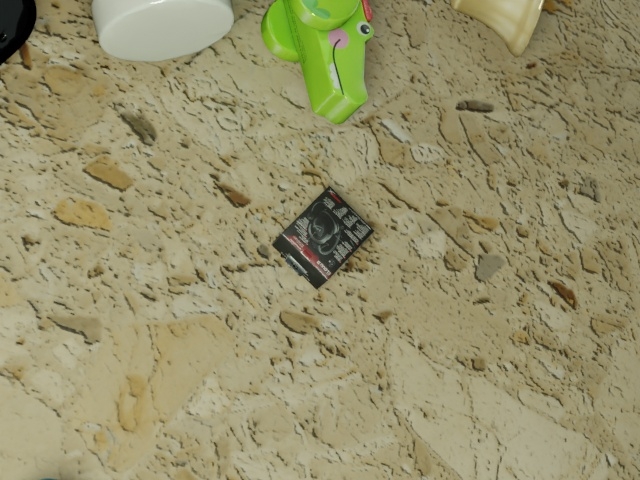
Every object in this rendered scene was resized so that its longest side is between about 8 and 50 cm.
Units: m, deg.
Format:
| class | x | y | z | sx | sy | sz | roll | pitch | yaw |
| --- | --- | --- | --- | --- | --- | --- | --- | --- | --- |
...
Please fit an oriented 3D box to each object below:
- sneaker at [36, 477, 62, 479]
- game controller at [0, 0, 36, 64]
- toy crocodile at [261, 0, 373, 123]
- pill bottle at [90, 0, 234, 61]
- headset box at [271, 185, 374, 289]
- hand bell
| class | x | y | z | sx | sy | sz | roll | pitch | yaw |
| --- | --- | --- | --- | --- | --- | --- | --- | --- | --- |
| sneaker | -0.179 | 0.294 | 1.209 | 0.087 | 0.092 | 0.229 | -32 | 86 | -31 |
| game controller | -0.393 | -0.153 | 1.288 | 0.166 | 0.067 | 0.319 | 44 | 68 | 0 |
| toy crocodile | -0.010 | -0.280 | 1.490 | 0.105 | 0.115 | 0.340 | -10 | 75 | -22 |
| pill bottle | -0.170 | -0.326 | 1.412 | 0.169 | 0.169 | 0.301 | -5 | 72 | -25 |
| headset box | 0.000 | 0.000 | 1.435 | 0.062 | 0.032 | 0.083 | 44 | 61 | -1 |
| hand bell | 0.104 | -0.278 | 1.568 | 0.242 | 0.126 | 0.126 | 14 | 64 | -3 |
